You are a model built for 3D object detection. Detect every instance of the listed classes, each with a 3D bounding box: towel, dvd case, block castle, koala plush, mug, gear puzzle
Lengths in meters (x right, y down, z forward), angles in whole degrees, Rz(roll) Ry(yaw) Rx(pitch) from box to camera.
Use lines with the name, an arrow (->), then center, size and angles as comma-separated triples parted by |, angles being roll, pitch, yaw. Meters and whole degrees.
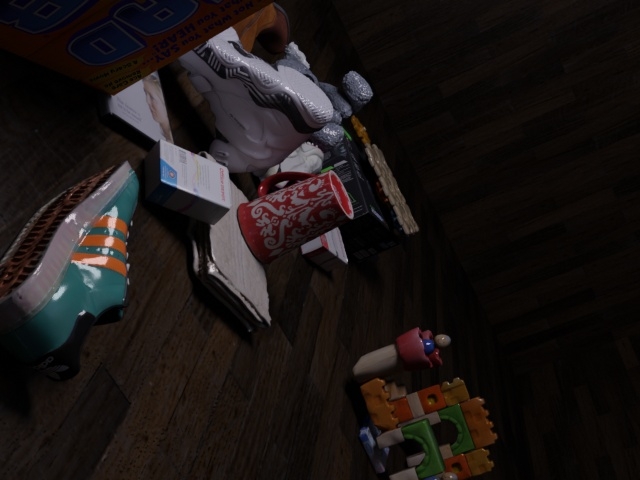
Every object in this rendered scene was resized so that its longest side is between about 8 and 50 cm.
towel -> -0.151, 0.003, 1.346 | 0.187, 0.049, 0.282 | 53, 20, -42
dvd case -> -0.300, -0.262, 1.276 | 0.180, 0.022, 0.253 | 33, 37, -62
block castle -> 0.252, 0.414, 1.703 | 0.303, 0.212, 0.454 | 29, 41, -75
koala plush -> -0.037, -0.331, 1.885 | 0.221, 0.196, 0.203 | 39, -17, -17
mug -> -0.045, -0.061, 1.382 | 0.150, 0.169, 0.113 | 70, 16, 11
gear puzzle -> 0.146, -0.160, 2.057 | 0.339, 0.044, 0.175 | 64, 17, 3

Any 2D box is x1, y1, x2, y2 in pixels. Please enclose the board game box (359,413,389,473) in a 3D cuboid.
board game box -> 0.109, 0.410, 1.656 | 0.090, 0.020, 0.090 | 64, 16, -9

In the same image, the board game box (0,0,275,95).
board game box -> -0.273, -0.454, 0.996 | 0.356, 0.356, 0.357 | 15, 53, -65

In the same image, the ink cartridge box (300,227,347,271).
ink cartridge box -> 0.000, 0.000, 1.804 | 0.135, 0.056, 0.099 | 38, 33, -58

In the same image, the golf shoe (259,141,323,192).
golf shoe -> -0.071, -0.155, 1.752 | 0.306, 0.115, 0.140 | 19, 74, -73

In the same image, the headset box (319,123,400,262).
headset box -> 0.069, -0.125, 2.061 | 0.246, 0.131, 0.283 | 39, 31, -59

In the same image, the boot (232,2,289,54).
boot -> -0.147, -0.436, 1.790 | 0.264, 0.096, 0.281 | 81, 17, -55

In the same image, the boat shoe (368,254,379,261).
boat shoe -> 0.131, 0.022, 2.231 | 0.100, 0.035, 0.035 | 43, 30, -40

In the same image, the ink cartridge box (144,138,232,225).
ink cartridge box -> -0.199, -0.086, 1.227 | 0.122, 0.052, 0.089 | 21, 43, -33

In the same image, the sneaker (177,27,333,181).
sneaker -> -0.177, -0.249, 1.434 | 0.365, 0.210, 0.137 | 30, 28, -14

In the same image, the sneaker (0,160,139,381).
sneaker -> -0.259, 0.027, 0.884 | 0.121, 0.108, 0.302 | 59, 26, -26
